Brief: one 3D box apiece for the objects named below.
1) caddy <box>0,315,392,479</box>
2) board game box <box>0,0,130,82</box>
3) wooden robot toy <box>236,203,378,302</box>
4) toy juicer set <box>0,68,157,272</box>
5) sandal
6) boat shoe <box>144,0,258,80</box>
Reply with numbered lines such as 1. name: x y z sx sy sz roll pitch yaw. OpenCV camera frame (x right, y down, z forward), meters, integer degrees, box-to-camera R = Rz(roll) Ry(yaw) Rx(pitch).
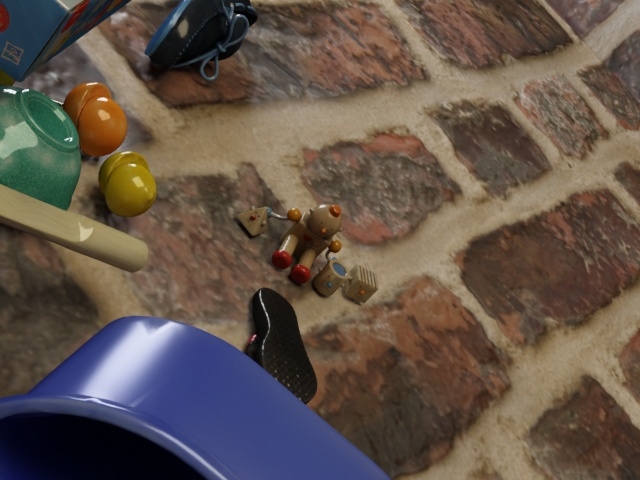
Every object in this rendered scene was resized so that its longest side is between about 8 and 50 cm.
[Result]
1. caddy: -0.091 0.214 0.697 0.341 0.241 0.179 41 25 -6
2. board game box: -0.294 -0.318 1.008 0.308 0.086 0.302 41 31 -7
3. wooden robot toy: 0.000 0.000 1.204 0.173 0.079 0.076 37 32 -13
4. toy juicer set: -0.237 -0.058 0.999 0.209 0.089 0.329 39 21 -35
5. sandal: -0.043 0.108 1.075 0.067 0.040 0.179 38 17 -22
6. boat shoe: -0.122 -0.258 1.339 0.089 0.109 0.258 43 33 -10
